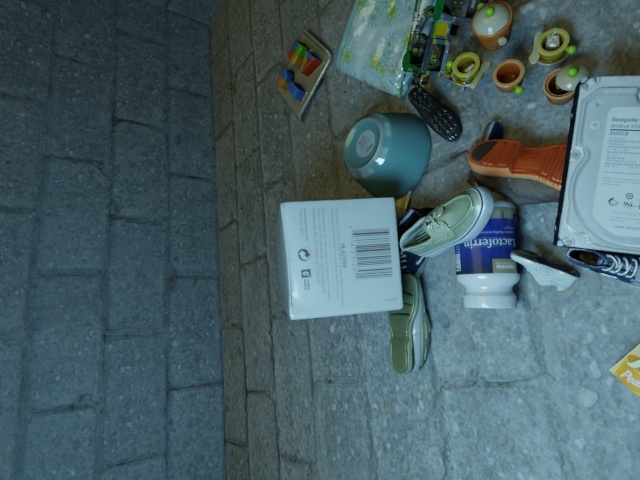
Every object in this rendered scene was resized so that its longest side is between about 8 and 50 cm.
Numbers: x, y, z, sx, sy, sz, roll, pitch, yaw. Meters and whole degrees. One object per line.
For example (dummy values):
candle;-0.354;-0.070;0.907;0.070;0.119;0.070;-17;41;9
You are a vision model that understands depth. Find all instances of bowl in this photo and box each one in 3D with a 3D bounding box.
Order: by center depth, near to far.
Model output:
bowl;0.194;-0.303;1.366;0.312;0.163;0.310;-16;69;50

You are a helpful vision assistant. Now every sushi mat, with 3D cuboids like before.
sushi mat;0.235;-0.063;1.427;0.152;0.019;0.315;27;108;52

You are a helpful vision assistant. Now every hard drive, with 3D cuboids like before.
hard drive;0.604;-0.140;0.777;0.237;0.064;0.338;9;92;21

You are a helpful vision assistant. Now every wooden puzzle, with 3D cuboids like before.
wooden puzzle;-0.104;-0.800;1.938;0.347;0.081;0.322;-60;43;31

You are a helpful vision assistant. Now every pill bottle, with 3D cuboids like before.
pill bottle;0.423;0.039;1.033;0.153;0.153;0.264;-11;78;54

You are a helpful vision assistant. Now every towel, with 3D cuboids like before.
towel;0.224;-0.728;1.394;0.320;0.090;0.374;42;126;36

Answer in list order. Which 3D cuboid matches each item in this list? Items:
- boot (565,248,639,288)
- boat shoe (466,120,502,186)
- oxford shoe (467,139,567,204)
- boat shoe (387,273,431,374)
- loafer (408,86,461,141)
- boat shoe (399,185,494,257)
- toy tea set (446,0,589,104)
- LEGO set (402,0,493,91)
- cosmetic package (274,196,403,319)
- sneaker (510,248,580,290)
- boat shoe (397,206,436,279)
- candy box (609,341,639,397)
boot;0.610;0.056;0.824;0.190;0.086;0.069;22;104;54
boat shoe;0.442;-0.238;1.114;0.066;0.066;0.183;28;108;54
oxford shoe;0.536;-0.144;0.952;0.364;0.132;0.130;26;69;40
boat shoe;0.279;0.254;1.252;0.113;0.104;0.301;5;91;53
loafer;0.357;-0.388;1.250;0.076;0.078;0.223;-41;68;18
boat shoe;0.303;-0.032;1.005;0.302;0.094;0.108;123;144;-57
toy tea set;0.478;-0.454;0.974;0.336;0.124;0.199;30;98;30
LEGO set;0.387;-0.617;1.182;0.255;0.193;0.330;-116;28;-62
cosmetic package;0.034;0.056;1.291;0.394;0.328;0.328;155;110;-80
sneaker;0.511;0.071;0.940;0.152;0.053;0.061;26;125;11
boat shoe;0.259;0.032;1.259;0.340;0.158;0.127;-62;41;29
candy box;0.699;0.281;0.671;0.316;0.088;0.182;56;130;42
